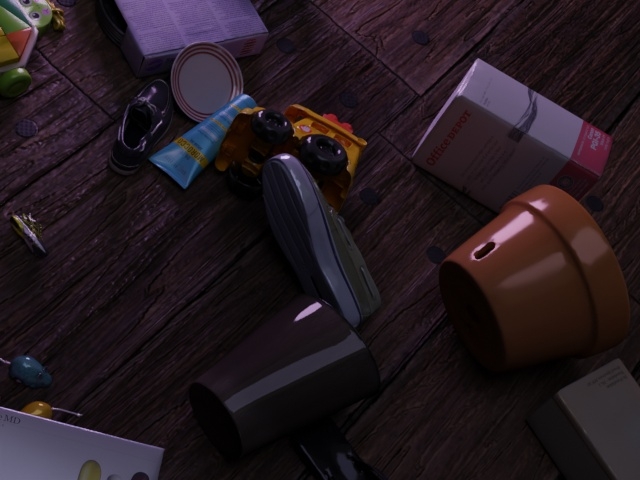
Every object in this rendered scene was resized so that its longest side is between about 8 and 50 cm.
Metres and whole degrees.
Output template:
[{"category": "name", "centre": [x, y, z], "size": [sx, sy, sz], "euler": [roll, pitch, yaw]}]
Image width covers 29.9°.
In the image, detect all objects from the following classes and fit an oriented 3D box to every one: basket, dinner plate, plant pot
[{"category": "basket", "centre": [-0.065, 0.204, 1.744], "size": [0.227, 0.154, 0.204], "euler": [-29, 50, -29]}, {"category": "dinner plate", "centre": [-0.195, -0.267, 2.042], "size": [0.141, 0.017, 0.141], "euler": [2, 86, -34]}, {"category": "plant pot", "centre": [0.326, 0.081, 1.925], "size": [0.203, 0.291, 0.291], "euler": [-24, 70, -16]}]

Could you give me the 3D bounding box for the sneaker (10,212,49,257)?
[{"category": "sneaker", "centre": [-0.429, -0.011, 1.798], "size": [0.035, 0.031, 0.083], "euler": [-32, 76, -36]}]

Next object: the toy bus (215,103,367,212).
[{"category": "toy bus", "centre": [-0.035, -0.156, 2.001], "size": [0.220, 0.149, 0.211], "euler": [30, 39, 0]}]

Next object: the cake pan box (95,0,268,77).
[{"category": "cake pan box", "centre": [-0.259, -0.417, 2.110], "size": [0.267, 0.070, 0.246], "euler": [-18, 66, -32]}]

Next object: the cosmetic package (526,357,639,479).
[{"category": "cosmetic package", "centre": [0.487, 0.362, 1.901], "size": [0.160, 0.113, 0.309], "euler": [-23, 69, -33]}]

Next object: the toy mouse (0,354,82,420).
[{"category": "toy mouse", "centre": [-0.428, 0.201, 1.661], "size": [0.161, 0.031, 0.143], "euler": [-17, 67, -31]}]

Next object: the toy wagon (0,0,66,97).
[{"category": "toy wagon", "centre": [-0.567, -0.344, 1.929], "size": [0.344, 0.068, 0.267], "euler": [-24, 71, -33]}]

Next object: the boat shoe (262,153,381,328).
[{"category": "boat shoe", "centre": [0.000, 0.000, 1.899], "size": [0.094, 0.109, 0.302], "euler": [-27, 99, -37]}]

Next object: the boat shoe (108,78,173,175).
[{"category": "boat shoe", "centre": [-0.284, -0.198, 1.958], "size": [0.075, 0.065, 0.206], "euler": [25, 53, -7]}]

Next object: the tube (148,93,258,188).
[{"category": "tube", "centre": [-0.187, -0.168, 1.998], "size": [0.080, 0.052, 0.207], "euler": [37, 58, 15]}]

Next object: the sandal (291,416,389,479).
[{"category": "sandal", "centre": [0.053, 0.358, 1.751], "size": [0.254, 0.054, 0.097], "euler": [46, 53, 10]}]

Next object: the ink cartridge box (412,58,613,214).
[{"category": "ink cartridge box", "centre": [0.334, -0.159, 2.109], "size": [0.283, 0.207, 0.117], "euler": [31, 51, -3]}]

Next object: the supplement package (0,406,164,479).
[{"category": "supplement package", "centre": [-0.354, 0.329, 1.502], "size": [0.262, 0.204, 0.145], "euler": [16, 54, -12]}]
